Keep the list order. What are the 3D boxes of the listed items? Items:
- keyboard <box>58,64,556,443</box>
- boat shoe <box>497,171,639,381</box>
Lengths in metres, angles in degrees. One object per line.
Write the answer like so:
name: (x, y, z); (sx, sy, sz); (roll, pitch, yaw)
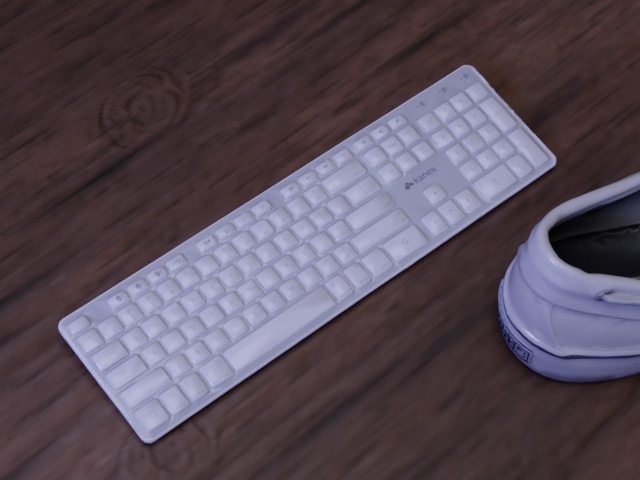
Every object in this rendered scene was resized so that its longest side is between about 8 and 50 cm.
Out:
keyboard: (0.000, 0.000, 0.728); (0.256, 0.014, 0.072); (-34, 67, -22)
boat shoe: (0.213, -0.005, 0.706); (0.267, 0.088, 0.096); (-8, 59, -9)
